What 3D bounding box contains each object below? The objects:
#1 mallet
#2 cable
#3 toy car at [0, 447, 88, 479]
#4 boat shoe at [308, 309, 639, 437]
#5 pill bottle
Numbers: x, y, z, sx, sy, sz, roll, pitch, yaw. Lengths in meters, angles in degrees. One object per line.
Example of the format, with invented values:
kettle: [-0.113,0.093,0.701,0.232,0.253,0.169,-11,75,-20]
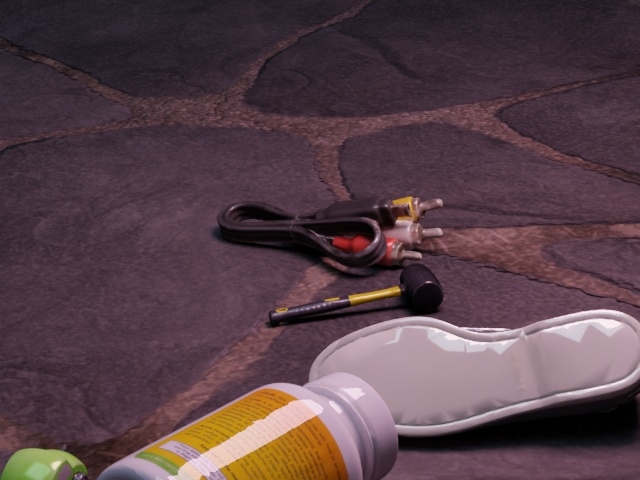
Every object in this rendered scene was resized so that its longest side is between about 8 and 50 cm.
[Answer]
mallet: [0.037,0.061,1.850,0.189,0.039,0.062,-8,21,-1]
cable: [0.000,0.000,2.019,0.287,0.072,0.139,-6,35,28]
toy car: [-0.264,0.229,1.417,0.239,0.053,0.225,8,26,17]
boat shoe: [0.151,0.134,1.603,0.319,0.116,0.099,-7,-22,9]
pill bottle: [-0.053,0.196,1.373,0.136,0.136,0.245,15,28,40]
